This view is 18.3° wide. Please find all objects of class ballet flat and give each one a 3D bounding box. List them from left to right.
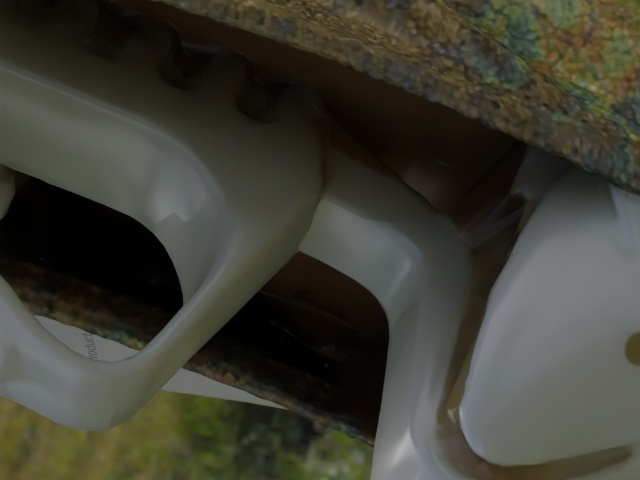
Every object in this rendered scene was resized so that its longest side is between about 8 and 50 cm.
[{"bbox_3d":[0.000,0.000,0.382,0.123,0.348,0.123,-157,90,-85],"label":"ballet flat"}]

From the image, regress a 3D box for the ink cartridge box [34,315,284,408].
[{"bbox_3d":[-0.117,-0.088,0.605,0.129,0.307,0.223,88,-168,-55],"label":"ink cartridge box"}]
